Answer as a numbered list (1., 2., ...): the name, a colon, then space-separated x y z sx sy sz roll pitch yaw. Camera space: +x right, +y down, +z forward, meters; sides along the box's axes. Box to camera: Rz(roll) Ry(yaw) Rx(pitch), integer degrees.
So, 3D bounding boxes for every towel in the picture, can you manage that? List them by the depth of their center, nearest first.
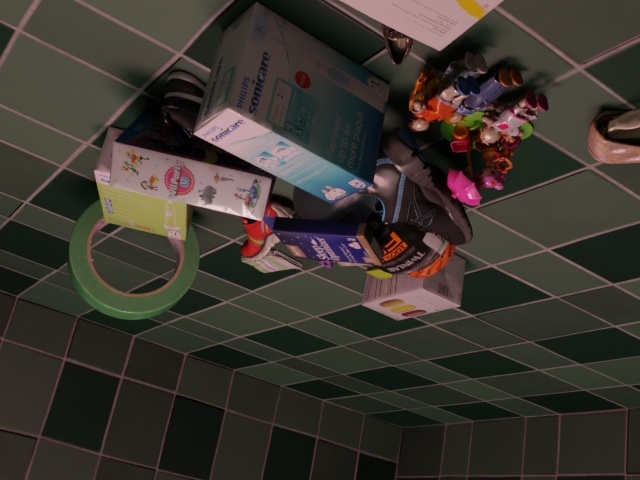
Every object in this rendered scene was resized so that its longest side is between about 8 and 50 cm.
1. towel: -0.143 0.066 2.327 0.152 0.023 0.113 -12 147 42

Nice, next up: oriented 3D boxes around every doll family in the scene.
1. doll family: 0.248 -0.244 1.374 0.263 0.118 0.163 5 157 -34

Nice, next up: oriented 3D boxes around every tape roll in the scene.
1. tape roll: -0.467 0.036 2.029 0.321 0.321 0.077 17 156 -14

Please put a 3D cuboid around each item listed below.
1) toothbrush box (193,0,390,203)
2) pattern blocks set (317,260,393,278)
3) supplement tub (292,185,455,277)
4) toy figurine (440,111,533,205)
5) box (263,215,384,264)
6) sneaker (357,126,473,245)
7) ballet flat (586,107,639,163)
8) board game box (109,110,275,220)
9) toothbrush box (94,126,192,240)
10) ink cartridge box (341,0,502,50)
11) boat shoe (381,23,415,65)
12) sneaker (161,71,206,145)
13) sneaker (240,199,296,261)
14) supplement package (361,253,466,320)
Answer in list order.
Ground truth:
1. toothbrush box: -0.042 -0.227 1.377 0.295 0.216 0.126 26 152 -28
2. pattern blocks set: 0.076 0.013 2.026 0.285 0.026 0.325 37 149 -21
3. supplement tub: 0.124 -0.058 1.695 0.338 0.207 0.207 30 151 -36
4. toy figurine: 0.299 -0.140 1.490 0.173 0.159 0.130 1 155 20
5. box: 0.000 0.000 1.583 0.225 0.036 0.136 6 157 23
6. sneaker: 0.178 -0.082 1.547 0.139 0.125 0.341 -34 135 15
7. ballet flat: 0.602 -0.180 1.341 0.316 0.107 0.106 -2 146 26
8. board game box: -0.240 -0.155 1.616 0.303 0.224 0.097 12 114 -2
9. toothbrush box: -0.399 -0.125 1.885 0.206 0.122 0.283 13 157 -4
10. ink cartridge box: 0.155 -0.382 0.989 0.168 0.171 0.232 21 154 -21
11. boat shoe: 0.124 -0.333 1.266 0.056 0.049 0.152 5 155 16
12. sneaker: -0.221 -0.224 1.579 0.217 0.121 0.079 28 153 -34
13. sneaker: -0.153 -0.038 2.038 0.118 0.107 0.279 35 149 -8
14. supplement package: 0.242 0.111 2.117 0.139 0.134 0.244 25 153 -28
